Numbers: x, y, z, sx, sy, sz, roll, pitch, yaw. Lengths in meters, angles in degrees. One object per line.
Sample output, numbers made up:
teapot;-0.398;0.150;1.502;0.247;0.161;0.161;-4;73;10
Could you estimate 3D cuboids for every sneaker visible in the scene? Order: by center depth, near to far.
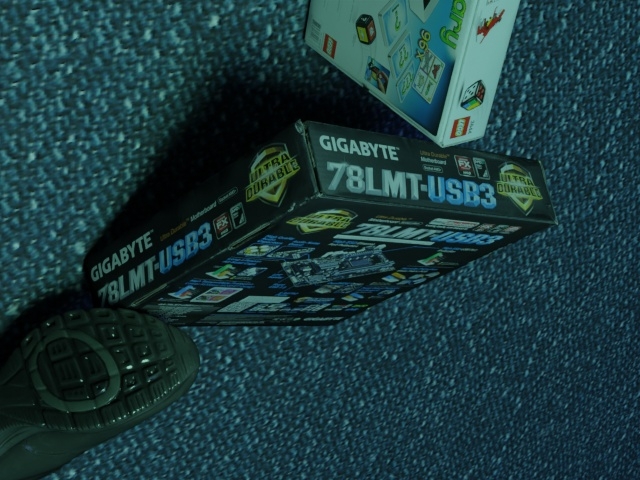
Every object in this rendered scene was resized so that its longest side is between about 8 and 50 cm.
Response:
sneaker;-0.231;0.145;1.087;0.286;0.109;0.130;-20;154;7

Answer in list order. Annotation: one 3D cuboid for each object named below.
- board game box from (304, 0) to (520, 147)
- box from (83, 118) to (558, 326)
board game box;0.082;-0.251;0.990;0.053;0.193;0.305;-15;132;-34
box;0.000;0.000;1.104;0.295;0.073;0.293;3;156;-44
